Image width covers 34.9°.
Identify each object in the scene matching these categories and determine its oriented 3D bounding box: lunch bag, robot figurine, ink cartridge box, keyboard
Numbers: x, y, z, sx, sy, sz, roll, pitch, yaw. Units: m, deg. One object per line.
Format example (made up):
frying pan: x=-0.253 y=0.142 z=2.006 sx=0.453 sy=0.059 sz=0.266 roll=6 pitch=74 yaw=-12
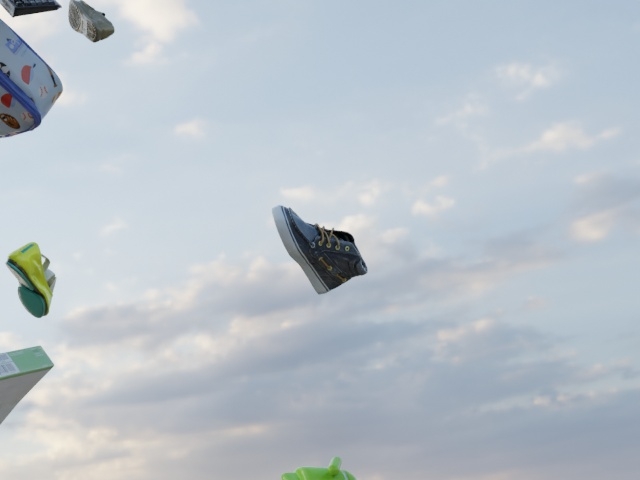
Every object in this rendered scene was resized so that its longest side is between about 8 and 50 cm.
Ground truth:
lunch bag: x=-0.607 y=-0.285 z=1.757 sx=0.303 sy=0.115 sz=0.243 roll=-4 pitch=-38 yaw=44
robot figurine: x=0.002 y=0.336 z=1.358 sx=0.115 sy=0.101 sz=0.067 roll=11 pitch=9 yaw=-25
ink cartridge box: x=-0.610 y=0.293 z=1.836 sx=0.235 sy=0.056 sz=0.171 roll=-45 pitch=-14 yaw=18
keyboard: x=-0.484 y=-0.389 z=1.596 sx=0.108 sy=0.180 sz=0.023 roll=-17 pitch=-54 yaw=-26

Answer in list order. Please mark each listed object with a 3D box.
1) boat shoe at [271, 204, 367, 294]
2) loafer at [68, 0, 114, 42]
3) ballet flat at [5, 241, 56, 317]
boat shoe: x=0.000 y=0.000 z=1.434 sx=0.083 sy=0.065 sz=0.183 roll=-24 pitch=-43 yaw=9
loafer: x=-0.448 y=-0.426 z=1.986 sx=0.050 sy=0.148 sz=0.056 roll=-9 pitch=-49 yaw=-36
ballet flat: x=-0.562 y=0.076 z=2.020 sx=0.077 sy=0.077 sz=0.231 roll=29 pitch=-28 yaw=14
